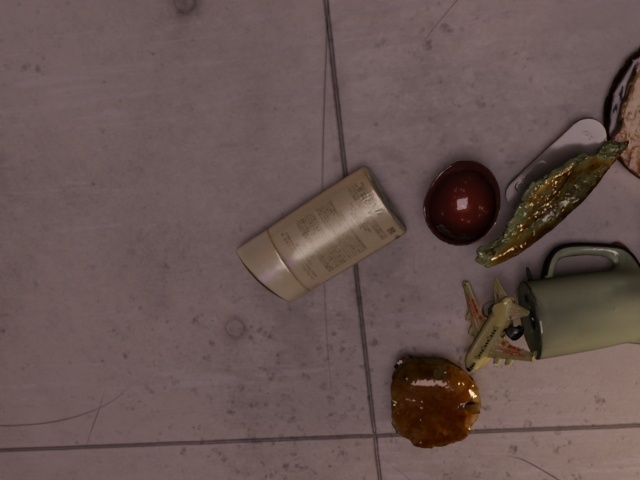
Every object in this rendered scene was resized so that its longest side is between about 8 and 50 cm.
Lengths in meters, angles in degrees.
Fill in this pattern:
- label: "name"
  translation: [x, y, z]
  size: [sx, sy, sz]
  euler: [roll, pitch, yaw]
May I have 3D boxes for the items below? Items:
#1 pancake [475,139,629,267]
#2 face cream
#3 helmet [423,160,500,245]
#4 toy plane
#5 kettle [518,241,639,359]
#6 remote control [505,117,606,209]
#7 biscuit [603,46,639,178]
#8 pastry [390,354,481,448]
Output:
- label: "pancake"
  translation: [0.461, -0.075, 1.554]
  size: [0.376, 0.197, 0.054]
  euler: [-47, 56, 13]
- label: "face cream"
  translation: [0.000, 0.000, 1.691]
  size: [0.348, 0.081, 0.174]
  euler: [-33, 99, 16]
- label: "helmet"
  translation: [0.301, -0.078, 1.615]
  size: [0.154, 0.106, 0.175]
  euler: [9, 96, 19]
- label: "toy plane"
  translation: [0.372, 0.200, 1.677]
  size: [0.092, 0.229, 0.244]
  euler: [-17, 139, -27]
- label: "kettle"
  translation: [0.551, 0.119, 1.615]
  size: [0.255, 0.165, 0.241]
  euler: [-10, 75, 3]
- label: "remote control"
  translation: [0.481, -0.154, 1.598]
  size: [0.077, 0.022, 0.245]
  euler: [43, 114, -4]
- label: "biscuit"
  translation: [0.726, -0.256, 1.538]
  size: [0.317, 0.040, 0.318]
  euler: [3, 109, 8]
- label: "pastry"
  translation: [0.246, 0.360, 1.757]
  size: [0.218, 0.100, 0.229]
  euler: [-35, 104, 20]
